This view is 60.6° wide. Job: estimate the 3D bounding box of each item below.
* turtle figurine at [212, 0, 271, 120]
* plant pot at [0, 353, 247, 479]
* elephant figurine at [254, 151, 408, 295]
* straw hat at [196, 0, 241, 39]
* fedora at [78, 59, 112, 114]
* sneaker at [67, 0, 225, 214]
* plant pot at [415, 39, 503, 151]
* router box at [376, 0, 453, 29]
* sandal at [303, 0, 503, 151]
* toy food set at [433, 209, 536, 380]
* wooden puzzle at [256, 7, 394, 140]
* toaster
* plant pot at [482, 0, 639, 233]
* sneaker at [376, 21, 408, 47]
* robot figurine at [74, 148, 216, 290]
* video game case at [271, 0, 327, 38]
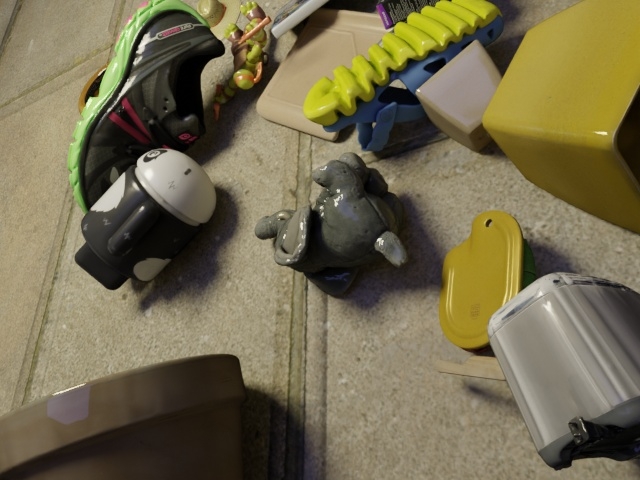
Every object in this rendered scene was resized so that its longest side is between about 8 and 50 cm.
[{"bbox_3d":[-0.145,-0.382,1.107,0.269,0.087,0.218,-49,35,47],"label":"turtle figurine"},{"bbox_3d":[-0.222,0.331,0.702,0.323,0.323,0.281,-27,72,20],"label":"plant pot"},{"bbox_3d":[0.000,0.000,0.811,0.239,0.186,0.169,-38,94,25],"label":"elephant figurine"},{"bbox_3d":[-0.258,-0.540,1.289,0.144,0.061,0.145,-15,60,28],"label":"straw hat"},{"bbox_3d":[-0.510,-0.366,1.358,0.194,0.079,0.195,-16,54,23],"label":"fedora"},{"bbox_3d":[-0.342,-0.224,1.084,0.202,0.185,0.483,30,109,1],"label":"sneaker"},{"bbox_3d":[0.217,-0.193,0.777,0.109,0.109,0.096,-39,64,11],"label":"plant pot"},{"bbox_3d":[0.174,-0.420,0.904,0.133,0.046,0.179,-13,32,28],"label":"router box"},{"bbox_3d":[0.134,-0.247,0.841,0.317,0.138,0.126,-29,37,16],"label":"sandal"},{"bbox_3d":[0.213,0.073,0.672,0.128,0.071,0.218,-24,47,55],"label":"toy food set"},{"bbox_3d":[0.009,-0.311,1.015,0.220,0.044,0.239,27,88,39],"label":"wooden puzzle"},{"bbox_3d":[0.257,0.121,0.517,0.129,0.226,0.147,-52,42,35],"label":"toaster"},{"bbox_3d":[0.321,-0.152,0.630,0.187,0.212,0.212,21,80,51],"label":"plant pot"},{"bbox_3d":[0.164,-0.339,0.903,0.152,0.061,0.054,-21,24,20],"label":"sneaker"},{"bbox_3d":[-0.322,-0.041,1.008,0.278,0.173,0.209,-44,53,8],"label":"robot figurine"},{"bbox_3d":[-0.007,-0.483,1.074,0.201,0.023,0.183,-30,28,17],"label":"video game case"}]
